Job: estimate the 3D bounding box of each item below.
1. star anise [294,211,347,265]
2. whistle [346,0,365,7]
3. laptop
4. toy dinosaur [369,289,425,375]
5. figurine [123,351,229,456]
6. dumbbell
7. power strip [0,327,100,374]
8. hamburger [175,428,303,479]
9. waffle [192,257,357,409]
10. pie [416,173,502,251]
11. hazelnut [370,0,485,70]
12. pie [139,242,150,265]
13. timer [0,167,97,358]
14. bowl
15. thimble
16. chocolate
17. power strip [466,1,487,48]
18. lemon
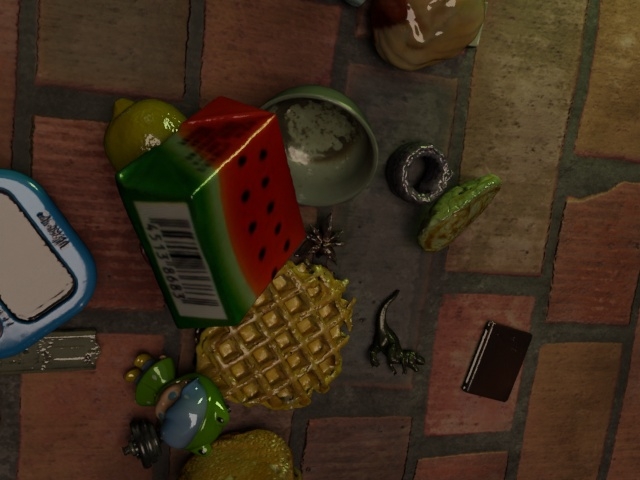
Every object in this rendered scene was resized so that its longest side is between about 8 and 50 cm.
[{"bbox_3d":[0.007,-0.009,1.535,0.124,0.056,0.129,13,112,-16],"label":"star anise"},{"bbox_3d":[0.005,-0.620,1.407,0.274,0.093,0.186,43,59,-24],"label":"whistle"},{"bbox_3d":[0.483,0.331,1.782,0.154,0.026,0.207,18,95,-22],"label":"laptop"},{"bbox_3d":[0.192,0.247,1.673,0.187,0.087,0.179,44,48,-35],"label":"toy dinosaur"},{"bbox_3d":[-0.312,0.344,1.412,0.162,0.263,0.143,-58,155,4],"label":"figurine"},{"bbox_3d":[-0.326,0.434,1.495,0.254,0.110,0.110,-17,105,-21],"label":"dumbbell"},{"bbox_3d":[-0.610,0.238,1.393,0.268,0.034,0.092,0,101,-18],"label":"power strip"},{"bbox_3d":[-0.185,0.570,1.450,0.290,0.314,0.170,-9,109,18],"label":"hamburger"},{"bbox_3d":[-0.104,0.221,1.534,0.382,0.095,0.380,10,96,-22],"label":"waffle"},{"bbox_3d":[0.328,-0.068,1.588,0.248,0.201,0.090,-37,72,-16],"label":"pie"},{"bbox_3d":[0.236,-0.512,1.449,0.261,0.241,0.261,-1,126,-2],"label":"hazelnut"},{"bbox_3d":[-0.297,0.007,1.405,0.182,0.049,0.182,12,59,-21],"label":"pie"},{"bbox_3d":[-0.638,0.046,1.294,0.309,0.115,0.340,-36,109,-15],"label":"timer"},{"bbox_3d":[-0.012,-0.226,1.422,0.289,0.146,0.289,6,132,7],"label":"bowl"},{"bbox_3d":[0.236,-0.161,1.566,0.150,0.098,0.150,-3,101,-17],"label":"thimble"},{"bbox_3d":[-0.188,-0.053,1.275,0.341,0.161,0.360,-54,142,-42],"label":"chocolate"},{"bbox_3d":[0.354,-0.545,1.561,0.075,0.042,0.175,9,97,-18],"label":"power strip"},{"bbox_3d":[-0.332,-0.181,1.328,0.184,0.184,0.248,-44,115,-6],"label":"lemon"}]
